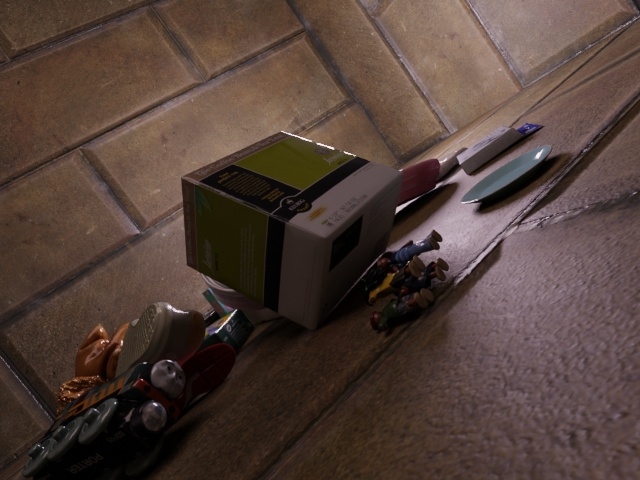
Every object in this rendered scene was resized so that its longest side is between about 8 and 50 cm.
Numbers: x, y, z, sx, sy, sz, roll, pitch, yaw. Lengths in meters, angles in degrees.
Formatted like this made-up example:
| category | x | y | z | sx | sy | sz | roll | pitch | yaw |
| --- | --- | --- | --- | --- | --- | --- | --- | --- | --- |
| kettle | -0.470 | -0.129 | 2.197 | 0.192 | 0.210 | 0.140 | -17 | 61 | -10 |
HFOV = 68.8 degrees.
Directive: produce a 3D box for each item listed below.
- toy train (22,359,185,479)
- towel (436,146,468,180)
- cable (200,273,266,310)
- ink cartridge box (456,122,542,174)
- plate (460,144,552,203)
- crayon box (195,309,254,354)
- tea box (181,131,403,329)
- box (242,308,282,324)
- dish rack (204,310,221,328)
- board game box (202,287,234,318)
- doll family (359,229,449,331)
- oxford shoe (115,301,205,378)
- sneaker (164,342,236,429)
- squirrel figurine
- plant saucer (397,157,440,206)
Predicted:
| category | x | y | z | sx | sy | sz | roll | pitch | yaw |
| --- | --- | --- | --- | --- | --- | --- | --- | --- | --- |
| toy train | -0.376 | 0.327 | 0.827 | 0.334 | 0.142 | 0.190 | -34 | 22 | 25 |
| towel | 0.388 | -0.233 | 1.684 | 0.187 | 0.049 | 0.282 | -40 | 7 | -28 |
| cable | -0.158 | 0.055 | 1.143 | 0.257 | 0.089 | 0.257 | -5 | 43 | 6 |
| ink cartridge box | 0.499 | -0.280 | 1.336 | 0.224 | 0.045 | 0.223 | -34 | 5 | 19 |
| plate | 0.354 | -0.117 | 0.888 | 0.188 | 0.024 | 0.188 | -36 | 5 | 4 |
| crayon box | -0.347 | 0.322 | 1.244 | 0.323 | 0.083 | 0.203 | -36 | 4 | 11 |
| tea box | -0.053 | -0.046 | 0.972 | 0.329 | 0.323 | 0.220 | -40 | -34 | -47 |
| box | -0.132 | 0.154 | 1.283 | 0.113 | 0.094 | 0.275 | -39 | 6 | -30 |
| dish rack | -0.494 | 0.382 | 1.778 | 0.271 | 0.074 | 0.208 | -34 | 4 | 22 |
| board game box | -0.341 | 0.212 | 1.829 | 0.047 | 0.160 | 0.210 | -34 | 4 | 33 |
| doll family | 0.113 | 0.054 | 0.666 | 0.111 | 0.076 | 0.193 | -38 | -3 | 39 |
| oxford shoe | -0.393 | 0.258 | 1.111 | 0.130 | 0.169 | 0.449 | 14 | -29 | -31 |
| sneaker | -0.286 | 0.300 | 1.001 | 0.221 | 0.087 | 0.128 | -37 | 6 | -23 |
| squirrel figurine | -0.715 | 0.481 | 1.637 | 0.370 | 0.281 | 0.397 | -18 | 30 | 42 |
| plant saucer | 0.223 | -0.145 | 1.446 | 0.332 | 0.084 | 0.332 | -24 | -2 | -1 |
